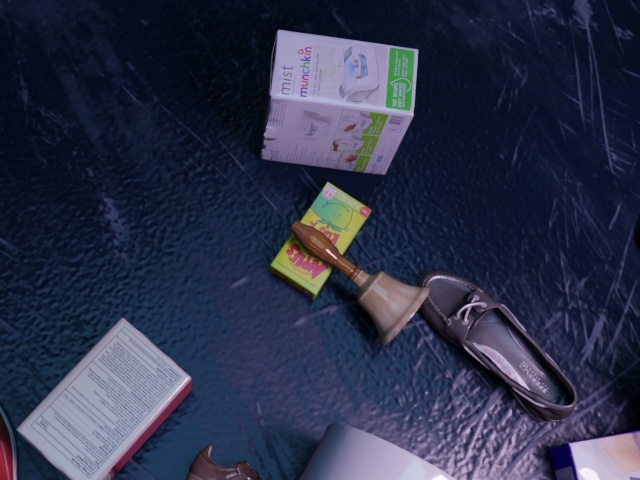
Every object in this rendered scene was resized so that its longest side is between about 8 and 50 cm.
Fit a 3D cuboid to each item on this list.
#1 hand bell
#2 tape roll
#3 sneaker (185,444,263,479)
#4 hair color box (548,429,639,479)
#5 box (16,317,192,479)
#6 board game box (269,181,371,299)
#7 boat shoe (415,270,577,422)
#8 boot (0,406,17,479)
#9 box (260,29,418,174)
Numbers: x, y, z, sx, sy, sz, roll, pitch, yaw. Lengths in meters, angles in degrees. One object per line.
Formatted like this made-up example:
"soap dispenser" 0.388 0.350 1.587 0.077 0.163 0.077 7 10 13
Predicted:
"hand bell" 0.049 0.049 1.664 0.242 0.126 0.126 40 73 0
"tape roll" 0.113 0.385 1.502 0.286 0.286 0.100 29 72 2
"sneaker" -0.115 0.384 1.586 0.188 0.066 0.071 24 71 0
"hair color box" 0.566 0.397 1.645 0.338 0.110 0.185 -8 73 -11
"box" -0.328 0.260 1.565 0.148 0.127 0.232 41 73 6
"board game box" 0.000 0.000 1.727 0.092 0.043 0.181 33 72 3
"boat shoe" 0.300 0.165 1.686 0.335 0.095 0.112 45 73 7
"boot" -0.505 0.331 1.497 0.088 0.176 0.244 -15 74 -9
"box" 0.022 -0.219 1.683 0.231 0.262 0.127 7 72 -4
